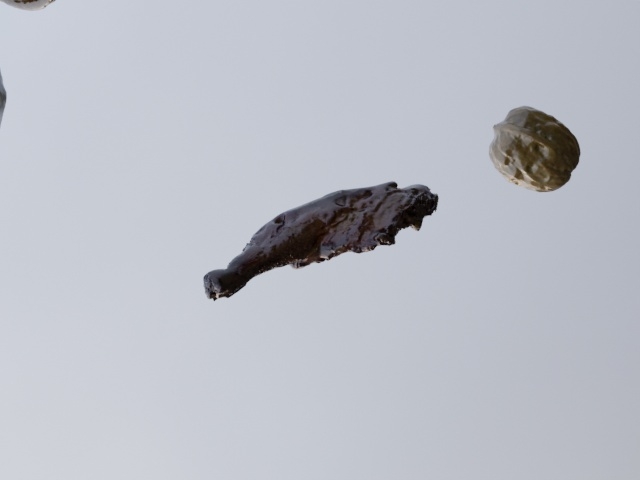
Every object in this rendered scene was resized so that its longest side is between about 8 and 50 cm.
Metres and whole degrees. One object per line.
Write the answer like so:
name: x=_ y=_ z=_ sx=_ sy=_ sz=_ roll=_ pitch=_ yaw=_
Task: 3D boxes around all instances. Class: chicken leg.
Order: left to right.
chicken leg: x=0.000 y=-0.002 z=1.356 sx=0.093 sy=0.205 sz=0.053 roll=-127 pitch=14 yaw=-68

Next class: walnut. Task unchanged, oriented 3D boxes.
walnut: x=0.220 y=-0.094 z=1.763 sx=0.079 sy=0.096 sz=0.082 roll=-59 pitch=0 yaw=-8

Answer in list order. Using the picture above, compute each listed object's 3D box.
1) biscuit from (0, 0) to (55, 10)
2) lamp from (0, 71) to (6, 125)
biscuit: x=-0.204 y=-0.215 z=1.001 sx=0.026 sy=0.124 sz=0.175 roll=-41 pitch=-56 yaw=-36
lamp: x=-0.424 y=-0.140 z=1.632 sx=0.233 sy=0.233 sz=0.265 roll=-54 pitch=-39 yaw=-37
